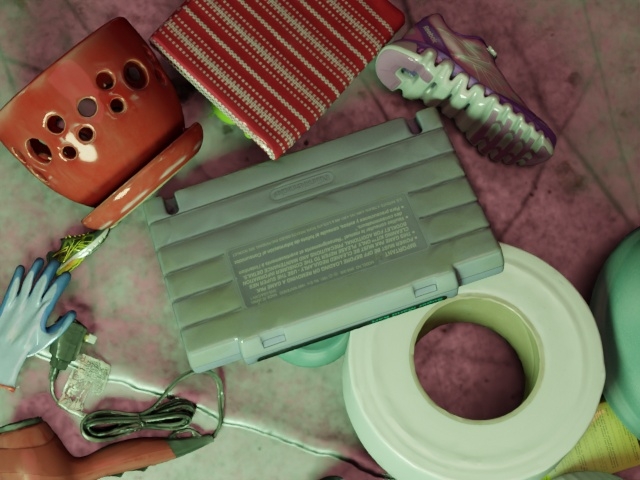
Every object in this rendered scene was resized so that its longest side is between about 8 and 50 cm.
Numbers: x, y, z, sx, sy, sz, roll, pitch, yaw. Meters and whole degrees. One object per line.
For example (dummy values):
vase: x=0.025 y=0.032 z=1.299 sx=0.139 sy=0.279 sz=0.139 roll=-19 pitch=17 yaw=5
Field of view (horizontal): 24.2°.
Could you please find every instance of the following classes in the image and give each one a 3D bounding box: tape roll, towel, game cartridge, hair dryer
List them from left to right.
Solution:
hair dryer: x=-0.248 y=0.246 z=1.641 sx=0.224 sy=0.080 sz=0.293 roll=25 pitch=82 yaw=-5
towel: x=-0.044 y=-0.238 z=1.692 sx=0.199 sy=0.031 sz=0.275 roll=42 pitch=58 yaw=-2
game cartridge: x=0.000 y=0.000 z=1.645 sx=0.355 sy=0.068 sz=0.230 roll=-18 pitch=59 yaw=-3
tape roll: x=0.166 y=0.143 z=1.661 sx=0.286 sy=0.100 sz=0.286 roll=1 pitch=70 yaw=-2

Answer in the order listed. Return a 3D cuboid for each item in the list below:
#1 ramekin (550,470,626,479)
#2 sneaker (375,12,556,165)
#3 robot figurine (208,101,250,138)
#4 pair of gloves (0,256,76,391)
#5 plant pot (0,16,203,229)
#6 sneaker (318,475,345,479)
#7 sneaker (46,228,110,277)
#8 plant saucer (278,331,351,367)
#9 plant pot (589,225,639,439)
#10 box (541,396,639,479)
ramekin: x=0.300 y=0.355 z=1.660 sx=0.207 sy=0.109 sz=0.207 roll=-4 pitch=108 yaw=-14
sneaker: x=0.184 y=-0.182 z=1.742 sx=0.236 sy=0.095 sz=0.104 roll=35 pitch=59 yaw=-8
robot figurine: x=-0.075 y=-0.168 z=1.711 sx=0.115 sy=0.067 sz=0.101 roll=-7 pitch=80 yaw=-9
pair of gloves: x=-0.370 y=0.075 z=1.647 sx=0.198 sy=0.023 sz=0.159 roll=20 pitch=78 yaw=11
plant pot: x=-0.233 y=-0.123 z=1.627 sx=0.191 sy=0.191 sz=0.174 roll=-43 pitch=97 yaw=-9
sneaker: x=0.051 y=0.420 z=1.656 sx=0.147 sy=0.130 sz=0.329 roll=-11 pitch=89 yaw=-23
sneaker: x=-0.274 y=0.004 z=1.685 sx=0.083 sy=0.031 sz=0.035 roll=-42 pitch=90 yaw=-9
plant saucer: x=-0.011 y=0.086 z=1.717 sx=0.119 sy=0.021 sz=0.119 roll=1 pitch=85 yaw=-7
plant pot: x=0.475 y=0.098 z=1.661 sx=0.293 sy=0.196 sz=0.293 roll=4 pitch=80 yaw=-21
box: x=0.259 y=0.247 z=1.719 sx=0.232 sy=0.058 sz=0.087 roll=-17 pitch=87 yaw=-10
